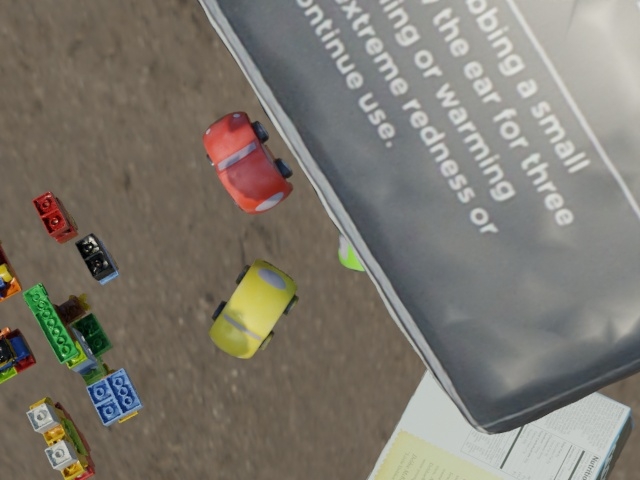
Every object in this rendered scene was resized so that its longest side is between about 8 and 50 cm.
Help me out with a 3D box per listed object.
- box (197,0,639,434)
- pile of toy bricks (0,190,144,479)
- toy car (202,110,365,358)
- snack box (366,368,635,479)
[{"bbox_3d":[0.184,-0.164,0.415,0.395,0.293,0.212,-29,96,28],"label":"box"},{"bbox_3d":[-0.192,0.071,1.253,0.118,0.105,0.212,-29,75,0],"label":"pile of toy bricks"},{"bbox_3d":[0.000,0.000,1.537,0.225,0.053,0.239,0,100,4],"label":"toy car"},{"bbox_3d":[0.128,0.257,1.470,0.187,0.060,0.322,24,75,23],"label":"snack box"}]
